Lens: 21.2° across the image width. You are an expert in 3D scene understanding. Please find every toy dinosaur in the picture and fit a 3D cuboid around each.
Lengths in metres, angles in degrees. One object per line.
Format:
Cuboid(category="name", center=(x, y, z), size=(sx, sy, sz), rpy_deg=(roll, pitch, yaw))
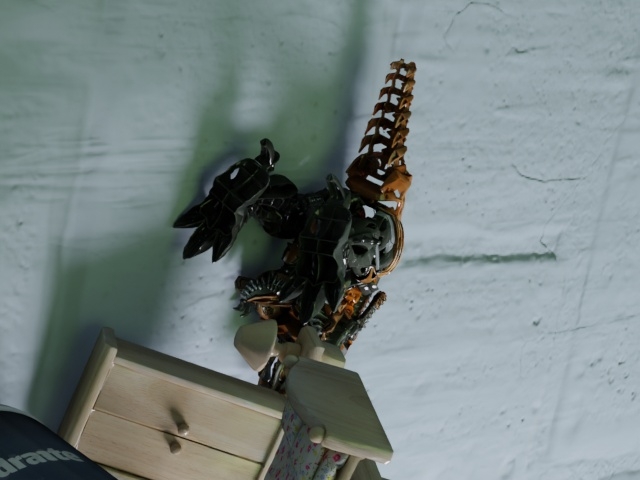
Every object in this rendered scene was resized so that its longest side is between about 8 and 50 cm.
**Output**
Cuboid(category="toy dinosaur", center=(0.000, 0.000, 1.495), size=(0.218, 0.164, 0.322), rpy_deg=(13, 81, -60))

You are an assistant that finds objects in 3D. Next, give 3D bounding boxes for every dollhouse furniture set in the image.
Cuboid(category="dollhouse furniture set", center=(-0.102, 0.218, 1.281), size=(0.173, 0.355, 0.303), rpy_deg=(20, 104, -16))

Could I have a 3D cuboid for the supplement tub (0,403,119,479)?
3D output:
Cuboid(category="supplement tub", center=(-0.230, 0.234, 1.254), size=(0.191, 0.272, 0.191), rpy_deg=(-19, 120, -36))
